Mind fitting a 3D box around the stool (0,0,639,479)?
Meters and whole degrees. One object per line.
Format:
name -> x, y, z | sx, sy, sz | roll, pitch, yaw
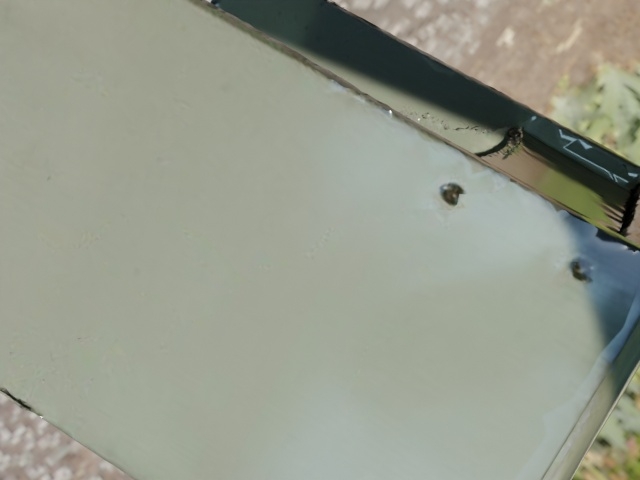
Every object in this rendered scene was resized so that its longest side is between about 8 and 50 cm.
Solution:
stool -> 0.000, 0.000, 0.591 | 0.170, 0.269, 0.243 | -61, 171, 14
